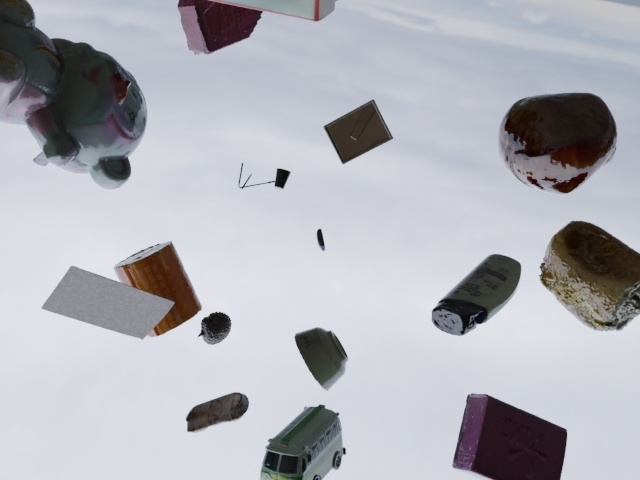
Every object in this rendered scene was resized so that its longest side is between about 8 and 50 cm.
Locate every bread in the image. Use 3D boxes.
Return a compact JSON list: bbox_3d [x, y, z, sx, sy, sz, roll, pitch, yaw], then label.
[{"bbox_3d":[0.598,0.091,1.474,0.246,0.176,0.195,44,176,36],"label":"bread"}]

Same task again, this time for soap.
[{"bbox_3d":[0.442,0.481,1.573,0.259,0.181,0.081,27,158,-19],"label":"soap"},{"bbox_3d":[-0.278,-0.651,1.952,0.099,0.162,0.250,13,-141,45],"label":"soap"}]

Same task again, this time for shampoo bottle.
[{"bbox_3d":[0.416,0.137,1.744,0.134,0.078,0.359,16,-151,31],"label":"shampoo bottle"}]

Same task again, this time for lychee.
[{"bbox_3d":[-0.234,0.193,1.494,0.083,0.068,0.067,-28,-178,-20],"label":"lychee"}]

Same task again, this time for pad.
[{"bbox_3d":[-0.446,0.137,1.433,0.234,0.158,0.003,24,-143,-30],"label":"pad"}]

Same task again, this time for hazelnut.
[{"bbox_3d":[0.469,-0.191,1.365,0.229,0.230,0.229,9,-157,-4],"label":"hazelnut"}]

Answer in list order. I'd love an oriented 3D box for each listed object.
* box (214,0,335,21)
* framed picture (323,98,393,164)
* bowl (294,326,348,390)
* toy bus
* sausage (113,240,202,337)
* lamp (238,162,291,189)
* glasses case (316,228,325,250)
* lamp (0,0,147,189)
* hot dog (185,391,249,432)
[{"bbox_3d":[-0.073,-0.647,1.330,0.314,0.312,0.300,18,-140,19],"label":"box"},{"bbox_3d":[0.055,-0.159,0.999,0.089,0.066,0.006,-26,-174,25],"label":"framed picture"},{"bbox_3d":[0.016,0.361,2.160,0.112,0.211,0.211,-30,-154,4],"label":"bowl"},{"bbox_3d":[-0.046,0.556,1.786,0.133,0.165,0.276,3,-168,26],"label":"toy bus"},{"bbox_3d":[-0.585,0.174,2.459,0.233,0.287,0.233,-20,-168,4],"label":"sausage"},{"bbox_3d":[-0.121,-0.130,1.461,0.121,0.054,0.041,11,173,32],"label":"lamp"},{"bbox_3d":[0.000,0.000,2.146,0.023,0.034,0.083,-10,-137,1],"label":"glasses case"},{"bbox_3d":[-0.437,-0.219,1.094,0.301,0.247,0.247,26,-135,-43],"label":"lamp"},{"bbox_3d":[-0.284,0.476,1.879,0.191,0.059,0.108,-19,-156,15],"label":"hot dog"}]
